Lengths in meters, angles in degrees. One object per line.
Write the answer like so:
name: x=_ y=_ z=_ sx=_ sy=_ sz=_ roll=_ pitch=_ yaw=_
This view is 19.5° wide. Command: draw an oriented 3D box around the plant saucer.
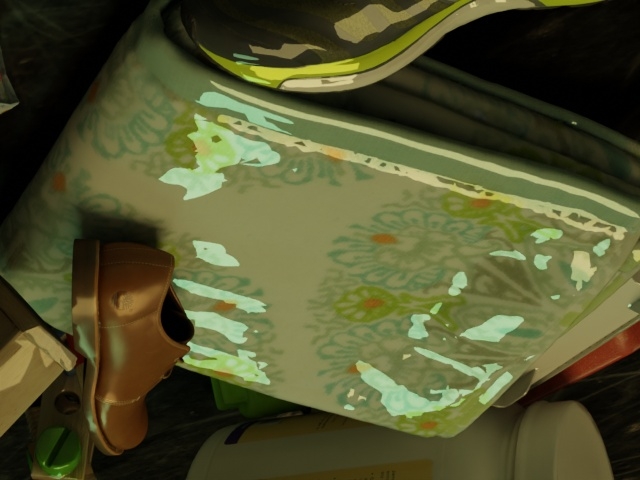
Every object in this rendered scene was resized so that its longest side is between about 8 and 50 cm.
plant saucer: x=0.238 y=0.096 z=1.699 sx=0.258 sy=0.048 sz=0.259 roll=-32 pitch=174 yaw=37

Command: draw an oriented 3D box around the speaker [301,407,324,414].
speaker: x=0.045 y=0.122 z=1.727 sx=0.136 sy=0.055 sz=0.055 roll=-11 pitch=156 yaw=-16

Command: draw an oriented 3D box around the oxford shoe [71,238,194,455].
oxford shoe: x=-0.120 y=0.078 z=1.223 sx=0.076 sy=0.076 sz=0.212 roll=-1 pitch=145 yaw=-4

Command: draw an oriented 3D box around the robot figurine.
robot figurine: x=-0.037 y=0.119 z=1.638 sx=0.115 sy=0.067 sz=0.101 roll=-9 pitch=165 yaw=-20

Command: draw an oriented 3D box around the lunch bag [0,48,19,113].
lunch bag: x=-0.226 y=-0.086 z=1.055 sx=0.071 sy=0.053 sz=0.083 roll=-29 pitch=165 yaw=28

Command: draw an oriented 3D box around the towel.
towel: x=0.000 y=0.000 z=1.227 sx=0.374 sy=0.090 sz=0.320 roll=19 pitch=140 yaw=-19

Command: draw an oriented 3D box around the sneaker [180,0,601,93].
sneaker: x=0.062 y=-0.178 z=1.026 sx=0.300 sy=0.111 sz=0.121 roll=-21 pitch=148 yaw=-8

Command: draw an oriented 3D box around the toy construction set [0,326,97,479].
toy construction set: x=-0.239 y=0.184 z=1.414 sx=0.257 sy=0.237 sz=0.309 roll=-1 pitch=151 yaw=-35

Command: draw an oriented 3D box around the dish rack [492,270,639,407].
dish rack: x=0.105 y=0.022 z=1.394 sx=0.333 sy=0.072 sz=0.285 roll=23 pitch=139 yaw=-29

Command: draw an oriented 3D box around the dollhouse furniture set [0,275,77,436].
dollhouse furniture set: x=-0.337 y=0.006 z=1.102 sx=0.174 sy=0.303 sz=0.355 roll=-46 pitch=128 yaw=-6

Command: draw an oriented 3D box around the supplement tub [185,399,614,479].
supplement tub: x=0.072 y=0.257 z=1.590 sx=0.331 sy=0.241 sz=0.241 roll=-10 pitch=161 yaw=22
